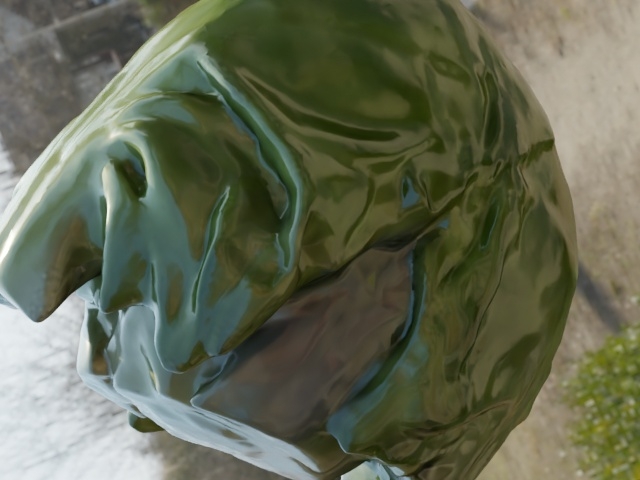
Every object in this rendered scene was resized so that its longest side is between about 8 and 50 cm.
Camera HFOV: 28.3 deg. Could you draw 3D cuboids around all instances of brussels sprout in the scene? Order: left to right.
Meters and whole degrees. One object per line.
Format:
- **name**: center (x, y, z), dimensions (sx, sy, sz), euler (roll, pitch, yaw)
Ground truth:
- **brussels sprout**: center (0.000, -0.017, 0.926), dimensions (0.342, 0.361, 0.425), euler (6, 156, 40)
